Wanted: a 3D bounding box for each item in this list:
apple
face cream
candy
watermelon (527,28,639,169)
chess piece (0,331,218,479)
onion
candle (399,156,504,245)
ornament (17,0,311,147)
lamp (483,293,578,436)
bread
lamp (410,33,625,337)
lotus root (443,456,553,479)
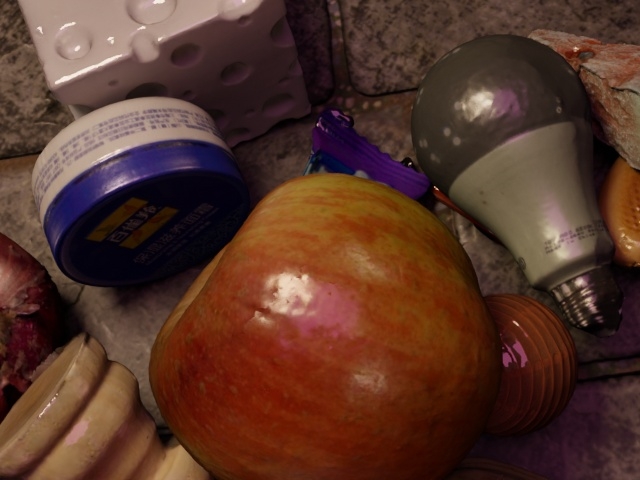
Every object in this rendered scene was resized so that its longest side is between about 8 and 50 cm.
[{"bbox_3d":[0.014,0.096,0.760,0.301,0.301,0.302,-2,69,6],"label":"apple"},{"bbox_3d":[-0.184,-0.049,0.906,0.206,0.206,0.111,-26,66,-4],"label":"face cream"},{"bbox_3d":[0.000,0.000,0.940,0.145,0.070,0.275,30,78,7],"label":"candy"},{"bbox_3d":[0.319,-0.171,0.936,0.154,0.094,0.241,-32,40,-20],"label":"watermelon"},{"bbox_3d":[-0.157,0.212,0.804,0.261,0.143,0.143,40,75,-16],"label":"chess piece"},{"bbox_3d":[-0.381,0.103,0.879,0.252,0.219,0.252,17,60,-32],"label":"onion"},{"bbox_3d":[0.151,-0.040,0.963,0.167,0.021,0.026,36,76,17],"label":"candle"},{"bbox_3d":[-0.172,-0.240,0.961,0.239,0.240,0.239,-25,68,-3],"label":"ornament"},{"bbox_3d":[0.174,0.117,0.838,0.136,0.136,0.136,-2,69,6],"label":"lamp"},{"bbox_3d":[0.349,-0.042,0.913,0.114,0.077,0.189,14,59,31],"label":"bread"},{"bbox_3d":[0.194,-0.063,0.866,0.182,0.182,0.314,-13,57,1],"label":"lamp"},{"bbox_3d":[0.169,0.249,0.813,0.183,0.090,0.077,17,97,14],"label":"lotus root"}]
